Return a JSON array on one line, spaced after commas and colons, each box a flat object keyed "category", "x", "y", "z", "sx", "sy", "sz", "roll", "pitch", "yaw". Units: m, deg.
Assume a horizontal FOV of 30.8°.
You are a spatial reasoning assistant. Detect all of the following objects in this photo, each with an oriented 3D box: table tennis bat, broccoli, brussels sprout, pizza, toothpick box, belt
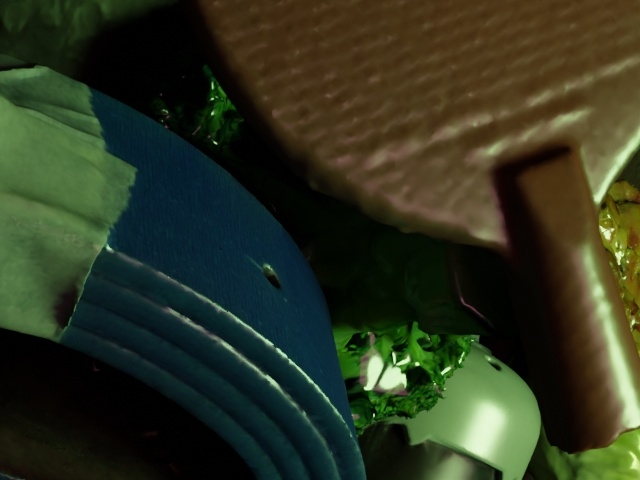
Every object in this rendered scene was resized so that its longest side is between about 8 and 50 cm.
[{"category": "table tennis bat", "x": 0.076, "y": -0.100, "z": 0.542, "sx": 0.268, "sy": 0.051, "sz": 0.414, "roll": -22, "pitch": 99, "yaw": -19}, {"category": "broccoli", "x": 0.000, "y": 0.000, "z": 0.700, "sx": 0.298, "sy": 0.297, "sz": 0.297, "roll": 4, "pitch": 83, "yaw": -34}, {"category": "brussels sprout", "x": 0.377, "y": 0.245, "z": 1.471, "sx": 0.316, "sy": 0.274, "sz": 0.242, "roll": -49, "pitch": 163, "yaw": -38}, {"category": "pizza", "x": 0.322, "y": 0.045, "z": 1.320, "sx": 0.409, "sy": 0.114, "sz": 0.277, "roll": -53, "pitch": 124, "yaw": -47}, {"category": "toothpick box", "x": 0.057, "y": 0.200, "z": 1.007, "sx": 0.316, "sy": 0.229, "sz": 0.229, "roll": -64, "pitch": 150, "yaw": -8}, {"category": "belt", "x": -0.130, "y": 0.048, "z": 0.501, "sx": 0.347, "sy": 0.117, "sz": 0.212, "roll": 31, "pitch": 119, "yaw": -30}]
